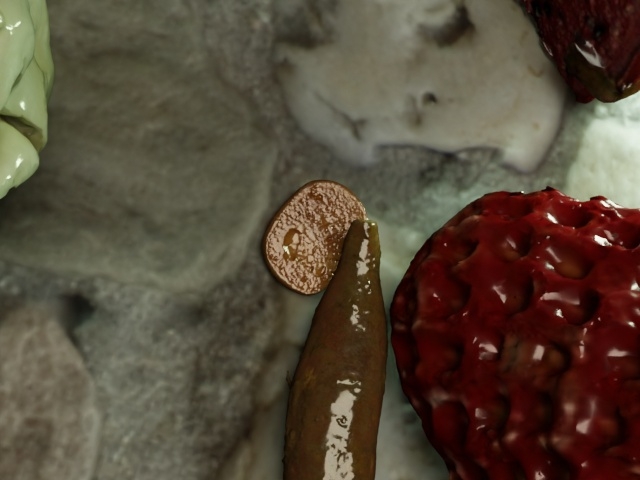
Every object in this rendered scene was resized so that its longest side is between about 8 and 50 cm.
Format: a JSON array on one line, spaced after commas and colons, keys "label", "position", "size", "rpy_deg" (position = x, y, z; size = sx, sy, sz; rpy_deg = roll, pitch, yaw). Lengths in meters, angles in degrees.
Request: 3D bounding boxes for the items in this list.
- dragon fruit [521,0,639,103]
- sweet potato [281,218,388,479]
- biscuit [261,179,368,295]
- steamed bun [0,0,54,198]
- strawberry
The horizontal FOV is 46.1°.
[{"label": "dragon fruit", "position": [0.240, -0.275, 0.571], "size": [0.240, 0.330, 0.302], "rpy_deg": [2, 80, 5]}, {"label": "sweet potato", "position": [0.004, 0.138, 0.510], "size": [0.072, 0.066, 0.315], "rpy_deg": [4, 69, 17]}, {"label": "biscuit", "position": [0.000, 0.000, 0.569], "size": [0.078, 0.015, 0.091], "rpy_deg": [44, 71, -7]}, {"label": "steamed bun", "position": [-0.274, -0.065, 0.353], "size": [0.275, 0.289, 0.203], "rpy_deg": [5, 82, -19]}, {"label": "strawberry", "position": [0.205, 0.098, 0.488], "size": [0.345, 0.295, 0.317], "rpy_deg": [40, 98, 13]}]
